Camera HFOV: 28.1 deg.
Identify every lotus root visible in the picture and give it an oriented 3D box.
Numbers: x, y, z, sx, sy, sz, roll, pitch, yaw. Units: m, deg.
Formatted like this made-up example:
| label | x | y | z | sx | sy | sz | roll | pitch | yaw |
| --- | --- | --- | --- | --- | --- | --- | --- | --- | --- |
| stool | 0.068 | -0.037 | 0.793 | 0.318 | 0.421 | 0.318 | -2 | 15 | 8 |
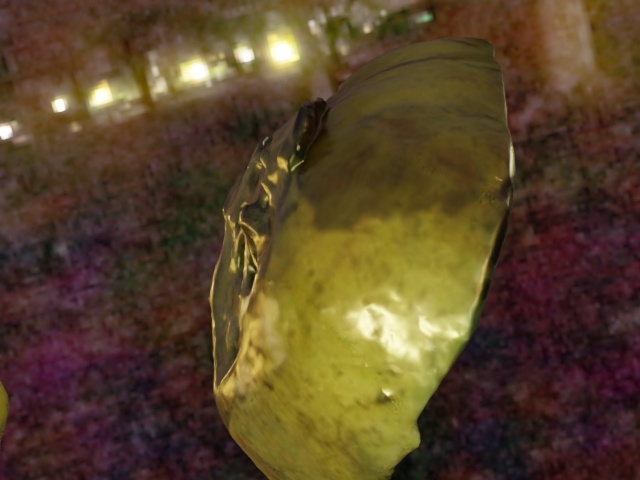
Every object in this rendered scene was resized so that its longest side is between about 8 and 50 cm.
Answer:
| label | x | y | z | sx | sy | sz | roll | pitch | yaw |
| --- | --- | --- | --- | --- | --- | --- | --- | --- | --- |
| lotus root | 0.000 | 0.002 | 0.496 | 0.078 | 0.183 | 0.203 | 23 | 27 | -12 |

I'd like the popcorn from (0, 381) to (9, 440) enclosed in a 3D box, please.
| label | x | y | z | sx | sy | sz | roll | pitch | yaw |
| --- | --- | --- | --- | --- | --- | --- | --- | --- | --- |
| popcorn | -0.189 | 0.061 | 0.338 | 0.181 | 0.235 | 0.217 | 14 | 24 | 1 |
